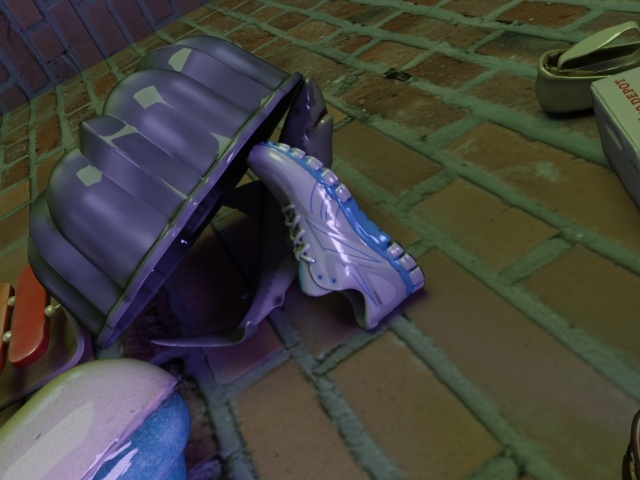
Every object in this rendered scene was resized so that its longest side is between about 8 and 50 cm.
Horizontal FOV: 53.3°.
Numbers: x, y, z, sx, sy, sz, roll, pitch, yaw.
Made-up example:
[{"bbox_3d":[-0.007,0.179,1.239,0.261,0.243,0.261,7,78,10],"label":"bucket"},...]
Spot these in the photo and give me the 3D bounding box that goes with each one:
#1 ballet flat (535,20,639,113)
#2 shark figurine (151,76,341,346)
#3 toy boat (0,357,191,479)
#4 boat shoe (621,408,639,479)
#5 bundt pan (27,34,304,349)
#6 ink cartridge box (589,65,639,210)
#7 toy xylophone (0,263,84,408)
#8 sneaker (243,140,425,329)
[{"bbox_3d":[0.338,-0.183,0.632,0.248,0.086,0.086,-8,37,28],"label":"ballet flat"},{"bbox_3d":[-0.062,-0.009,0.646,0.116,0.166,0.278,15,75,17],"label":"shark figurine"},{"bbox_3d":[-0.170,0.192,0.355,0.267,0.148,0.318,-48,0,-12],"label":"toy boat"},{"bbox_3d":[0.176,0.164,0.266,0.073,0.073,0.207,-18,34,12],"label":"boat shoe"},{"bbox_3d":[-0.159,-0.063,0.625,0.331,0.124,0.331,-52,7,9],"label":"bundt pan"},{"bbox_3d":[0.337,-0.100,0.512,0.190,0.082,0.140,-17,34,17],"label":"ink cartridge box"},{"bbox_3d":[-0.379,0.147,0.683,0.322,0.081,0.236,-35,33,-11],"label":"toy xylophone"},{"bbox_3d":[0.000,0.000,0.533,0.083,0.190,0.071,-48,9,-14],"label":"sneaker"}]
